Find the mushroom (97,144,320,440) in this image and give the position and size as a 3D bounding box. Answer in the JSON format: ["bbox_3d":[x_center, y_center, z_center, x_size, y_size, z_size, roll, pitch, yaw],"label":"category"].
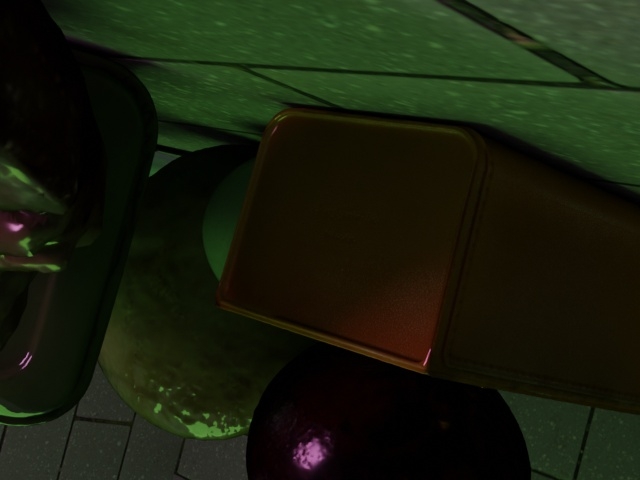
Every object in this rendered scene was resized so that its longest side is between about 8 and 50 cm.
[{"bbox_3d":[-0.067,0.044,1.036,0.292,0.212,0.217,-19,-135,-18],"label":"mushroom"}]

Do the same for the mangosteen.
[{"bbox_3d":[0.039,0.205,0.924,0.236,0.261,0.235,25,-151,-15],"label":"mangosteen"}]

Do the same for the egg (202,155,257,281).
[{"bbox_3d":[0.000,0.000,0.907,0.192,0.149,0.149,9,179,-1],"label":"egg"}]

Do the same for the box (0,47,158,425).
[{"bbox_3d":[-0.290,-0.037,0.751,0.329,0.252,0.178,16,-173,-10],"label":"box"}]

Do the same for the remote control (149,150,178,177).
[{"bbox_3d":[-0.252,-0.104,1.451,0.293,0.051,0.103,13,177,27],"label":"remote control"}]

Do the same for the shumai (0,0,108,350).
[{"bbox_3d":[-0.206,-0.070,0.476,0.283,0.217,0.346,-22,137,30],"label":"shumai"}]

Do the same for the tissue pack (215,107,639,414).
[{"bbox_3d":[0.105,0.019,0.748,0.275,0.145,0.194,15,-179,-44],"label":"tissue pack"}]
